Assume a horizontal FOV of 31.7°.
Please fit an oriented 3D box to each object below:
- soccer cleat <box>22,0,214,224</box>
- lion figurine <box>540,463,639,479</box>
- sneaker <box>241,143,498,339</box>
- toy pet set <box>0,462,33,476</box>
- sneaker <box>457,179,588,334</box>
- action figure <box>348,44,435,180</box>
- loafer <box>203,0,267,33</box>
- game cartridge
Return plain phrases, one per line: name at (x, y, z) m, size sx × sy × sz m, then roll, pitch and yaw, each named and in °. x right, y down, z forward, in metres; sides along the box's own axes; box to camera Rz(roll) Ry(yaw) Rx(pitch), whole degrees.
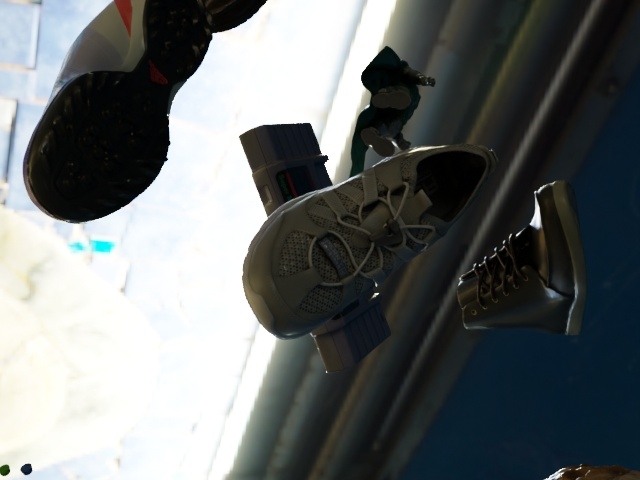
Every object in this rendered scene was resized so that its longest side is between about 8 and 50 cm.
soccer cleat at (-0.189, -0.117, 0.979) m, size 0.116 × 0.109 × 0.318 m, roll -20°, pitch -146°, yaw 31°
lion figurine at (0.282, 0.386, 1.536) m, size 0.392 × 0.240 × 0.142 m, roll -26°, pitch -104°, yaw 61°
sneaker at (0.044, -0.019, 0.983) m, size 0.105 × 0.281 × 0.115 m, roll 55°, pitch -35°, yaw -8°
toy pet set at (-0.405, 0.332, 1.347) m, size 0.114 × 0.122 × 0.065 m, roll -72°, pitch 151°, yaw -52°
sneaker at (0.183, 0.029, 1.046) m, size 0.222 × 0.118 × 0.083 m, roll 73°, pitch 14°, yaw -54°
action figure at (0.076, -0.138, 1.159) m, size 0.232 × 0.063 × 0.137 m, roll -53°, pitch 163°, yaw -73°
loafer at (-0.095, -0.368, 1.530) m, size 0.078 × 0.220 × 0.080 m, roll 51°, pitch 3°, yaw -42°
game cartridge at (0.000, 0.000, 1.632) m, size 0.230 × 0.068 × 0.355 m, roll -23°, pitch 92°, yaw -76°
